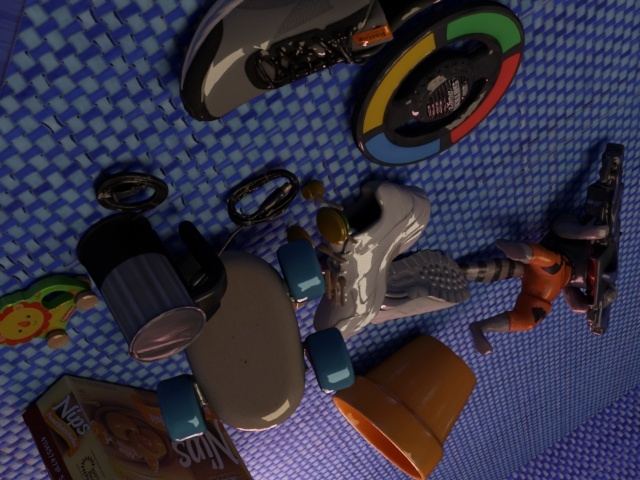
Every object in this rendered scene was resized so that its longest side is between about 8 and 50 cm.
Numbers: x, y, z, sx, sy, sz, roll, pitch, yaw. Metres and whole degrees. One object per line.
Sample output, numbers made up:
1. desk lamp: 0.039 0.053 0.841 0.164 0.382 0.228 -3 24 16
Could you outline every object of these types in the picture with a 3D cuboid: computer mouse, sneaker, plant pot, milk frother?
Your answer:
1. computer mouse: -0.110 0.016 1.018 0.242 0.071 0.041 -52 -179 -4
2. sneaker: 0.038 0.019 1.195 0.115 0.090 0.232 21 99 -40
3. plant pot: 0.158 0.268 1.591 0.188 0.205 0.205 -46 153 -14
4. sneaker: -0.007 -0.190 0.829 0.271 0.108 0.100 -35 153 1
5. sneaker: 0.125 0.076 1.391 0.235 0.090 0.095 -1 148 -41
6. milk frother: -0.174 0.022 0.929 0.129 0.134 0.143 -37 151 -1

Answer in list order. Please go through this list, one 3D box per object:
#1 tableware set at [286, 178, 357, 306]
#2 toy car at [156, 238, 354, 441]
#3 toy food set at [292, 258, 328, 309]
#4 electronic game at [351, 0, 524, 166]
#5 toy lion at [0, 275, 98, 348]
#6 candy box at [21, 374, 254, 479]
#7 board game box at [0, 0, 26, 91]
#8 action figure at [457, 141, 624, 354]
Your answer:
1. tableware set: 0.000 0.000 1.127 0.024 0.104 0.154 -31 132 -35
2. toy car: -0.096 0.119 1.157 0.219 0.210 0.238 -18 177 -6
3. toy food set: -0.015 0.057 1.264 0.122 0.019 0.078 -20 147 -25
4. electronic game: 0.135 -0.172 1.061 0.229 0.048 0.229 -26 149 -17
5. toy lion: -0.298 0.075 0.986 0.096 0.034 0.100 17 122 -46
6. candy box: -0.217 0.288 1.218 0.087 0.183 0.316 -41 150 11
7. board game box: -0.346 -0.104 0.519 0.318 0.066 0.318 12 129 -23
8. action figure: 0.377 0.001 1.516 0.330 0.178 0.341 -19 120 -40
